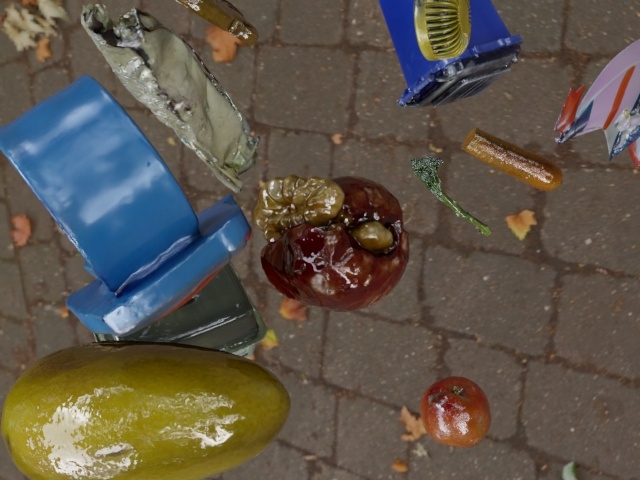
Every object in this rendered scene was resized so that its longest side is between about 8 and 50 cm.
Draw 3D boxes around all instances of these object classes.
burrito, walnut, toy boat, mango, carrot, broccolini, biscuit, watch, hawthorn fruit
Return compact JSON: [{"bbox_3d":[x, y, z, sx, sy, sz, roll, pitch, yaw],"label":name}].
[{"bbox_3d":[-0.124,-0.128,0.677,0.063,0.229,0.058,-27,48,13],"label":"burrito"},{"bbox_3d":[0.000,0.000,1.182,0.269,0.244,0.221,-23,40,57],"label":"walnut"},{"bbox_3d":[0.405,-0.208,0.981,0.072,0.318,0.219,35,110,43],"label":"toy boat"},{"bbox_3d":[-0.243,0.249,1.077,0.445,0.301,0.220,-6,79,24],"label":"mango"},{"bbox_3d":[0.407,-0.164,1.590,0.225,0.067,0.067,23,112,-6],"label":"carrot"},{"bbox_3d":[0.223,-0.067,1.306,0.054,0.052,0.194,-29,109,41],"label":"broccolini"},{"bbox_3d":[-0.169,-0.345,1.108,0.180,0.236,0.039,36,103,7],"label":"biscuit"},{"bbox_3d":[-0.257,-0.056,0.927,0.274,0.241,0.305,58,162,-24],"label":"watch"},{"bbox_3d":[0.311,0.395,1.771,0.173,0.173,0.172,5,98,34],"label":"hawthorn fruit"}]

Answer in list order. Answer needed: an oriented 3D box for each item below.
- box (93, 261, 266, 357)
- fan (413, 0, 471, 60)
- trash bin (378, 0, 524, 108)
[{"bbox_3d":[-0.266,0.149,1.409,0.220,0.291,0.166,58,156,30],"label":"box"},{"bbox_3d":[0.128,-0.255,0.764,0.039,0.082,0.155,0,71,26],"label":"fan"},{"bbox_3d":[0.180,-0.338,1.193,0.162,0.184,0.234,-31,81,63],"label":"trash bin"}]
